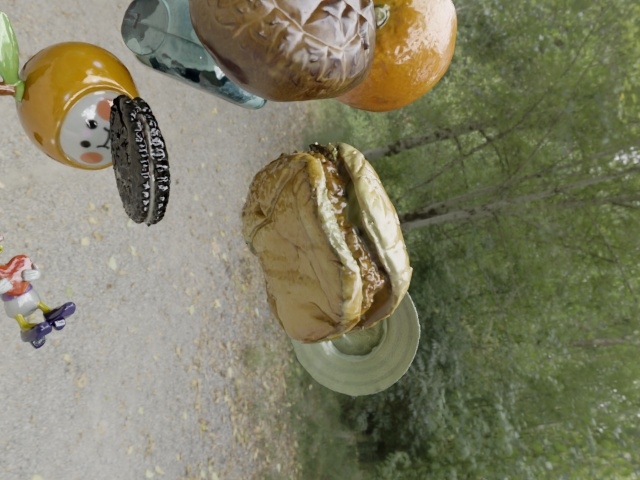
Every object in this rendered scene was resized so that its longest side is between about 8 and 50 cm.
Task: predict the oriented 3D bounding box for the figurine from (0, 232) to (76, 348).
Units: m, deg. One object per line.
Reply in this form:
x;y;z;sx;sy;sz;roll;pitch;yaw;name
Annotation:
-0.895;0.114;1.305;0.154;0.193;0.420;-39;96;-41;figurine

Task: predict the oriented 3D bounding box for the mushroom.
-0.035;-0.288;0.573;0.253;0.153;0.253;9;73;-31;mushroom

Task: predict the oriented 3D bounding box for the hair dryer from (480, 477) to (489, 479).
0.261;0.334;0.546;0.155;0.183;0.044;38;72;-44;hair dryer

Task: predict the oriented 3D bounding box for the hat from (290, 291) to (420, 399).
0.072;0.169;0.884;0.110;0.252;0.251;24;53;-71;hat

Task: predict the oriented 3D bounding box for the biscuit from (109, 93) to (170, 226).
-0.269;-0.116;0.665;0.053;0.194;0.194;-10;84;-31;biscuit

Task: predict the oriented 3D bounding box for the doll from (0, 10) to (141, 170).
-0.433;-0.235;0.757;0.236;0.213;0.213;8;65;-47;doll

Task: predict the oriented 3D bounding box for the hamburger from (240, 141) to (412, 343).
0.001;0.001;0.664;0.145;0.259;0.283;-19;86;-35;hamburger

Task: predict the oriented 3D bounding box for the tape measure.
-0.208;-0.346;0.818;0.256;0.275;0.147;-109;-141;-74;tape measure

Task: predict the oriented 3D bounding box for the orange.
0.120;-0.422;0.925;0.312;0.312;0.312;-14;90;-75;orange
